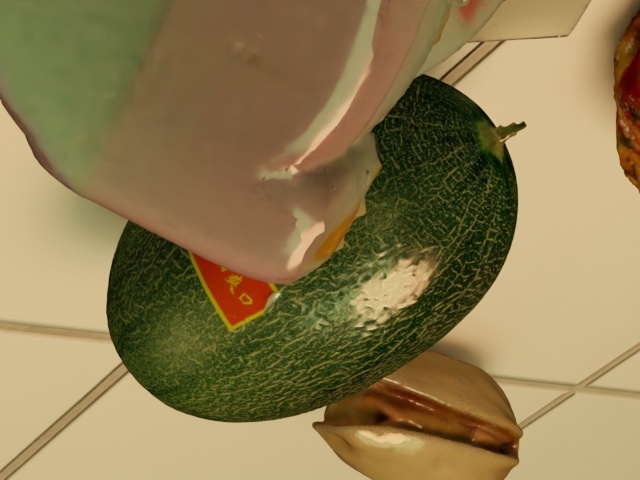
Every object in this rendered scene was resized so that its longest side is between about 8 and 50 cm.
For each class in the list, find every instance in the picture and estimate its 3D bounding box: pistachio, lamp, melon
[{"bbox_3d":[0.084,0.155,1.331,0.152,0.126,0.223,7,169,37],"label":"pistachio"},{"bbox_3d":[-0.035,-0.140,0.593,0.247,0.301,0.247,25,118,-1],"label":"lamp"},{"bbox_3d":[0.000,0.000,0.944,0.288,0.182,0.182,-31,150,22],"label":"melon"}]

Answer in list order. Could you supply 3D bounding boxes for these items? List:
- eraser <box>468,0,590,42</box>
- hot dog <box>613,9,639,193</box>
[{"bbox_3d":[0.090,-0.148,0.898,0.150,0.023,0.104,-6,149,-21],"label":"eraser"},{"bbox_3d":[0.261,-0.081,0.996,0.153,0.150,0.256,-23,153,-11],"label":"hot dog"}]
